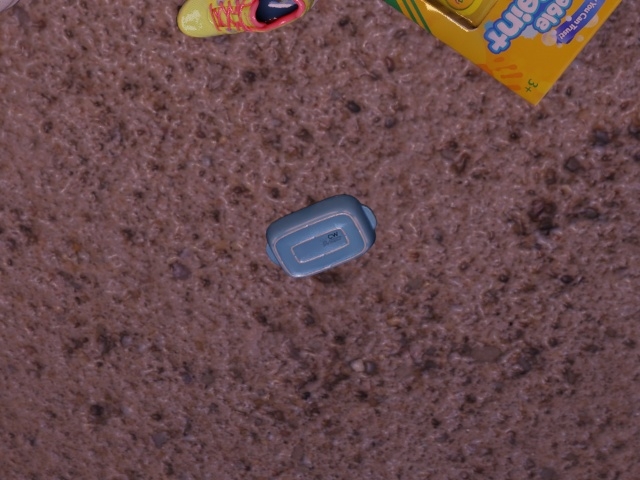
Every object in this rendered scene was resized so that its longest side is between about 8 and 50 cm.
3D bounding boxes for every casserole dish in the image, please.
[{"bbox_3d":[0.000,0.000,1.804,0.188,0.037,0.114,-22,118,14],"label":"casserole dish"}]

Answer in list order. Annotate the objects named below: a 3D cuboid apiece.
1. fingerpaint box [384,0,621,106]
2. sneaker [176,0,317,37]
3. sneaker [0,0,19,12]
[{"bbox_3d":[0.241,-0.444,1.322,0.371,0.163,0.445,35,127,-3],"label":"fingerpaint box"},{"bbox_3d":[-0.107,-0.326,1.584,0.208,0.094,0.081,-13,120,12],"label":"sneaker"},{"bbox_3d":[-0.527,-0.309,1.563,0.315,0.182,0.127,-37,114,21],"label":"sneaker"}]
